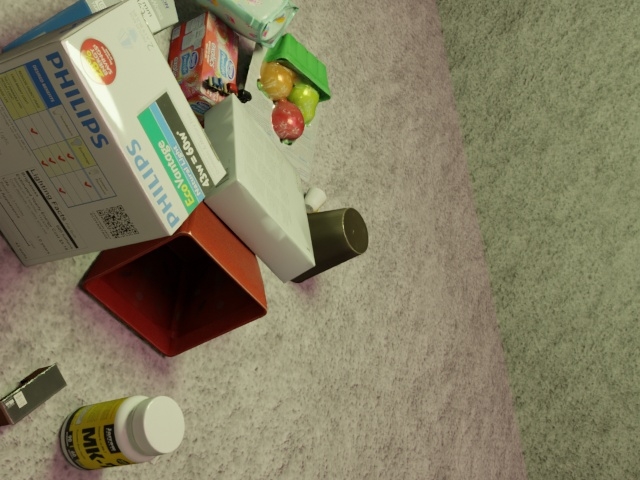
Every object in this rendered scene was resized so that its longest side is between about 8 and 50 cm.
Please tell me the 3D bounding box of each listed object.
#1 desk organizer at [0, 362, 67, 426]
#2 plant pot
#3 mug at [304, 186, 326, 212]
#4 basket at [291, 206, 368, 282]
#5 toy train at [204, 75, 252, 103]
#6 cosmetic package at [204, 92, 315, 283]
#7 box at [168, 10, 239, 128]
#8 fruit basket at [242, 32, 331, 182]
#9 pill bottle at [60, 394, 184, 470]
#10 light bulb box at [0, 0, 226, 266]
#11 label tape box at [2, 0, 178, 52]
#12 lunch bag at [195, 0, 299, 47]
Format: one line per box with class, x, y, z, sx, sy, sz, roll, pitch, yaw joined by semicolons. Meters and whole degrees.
desk organizer;-0.505;0.266;1.352;0.130;0.050;0.047;-41;110;-56
plant pot;-0.284;0.040;1.638;0.267;0.267;0.235;49;26;-34
mug;-0.018;-0.106;2.290;0.078;0.062;0.064;52;45;-21
basket;0.000;0.000;2.106;0.204;0.227;0.154;56;35;-25
toy train;-0.216;-0.358;1.870;0.158;0.036;0.027;12;67;-56
cosmetic package;-0.142;-0.124;1.779;0.284;0.097;0.377;47;20;-33
box;-0.292;-0.416;1.940;0.123;0.128;0.256;33;49;-46
fruit basket;-0.111;-0.385;2.228;0.327;0.166;0.352;31;66;-47
pill bottle;-0.352;0.341;1.406;0.119;0.209;0.119;32;50;-47
light bulb box;-0.423;-0.177;1.369;0.357;0.361;0.225;65;32;-25
label tape box;-0.432;-0.433;1.609;0.115;0.249;0.347;64;33;-14
lunch bag;-0.193;-0.603;1.986;0.223;0.160;0.262;37;17;-1
